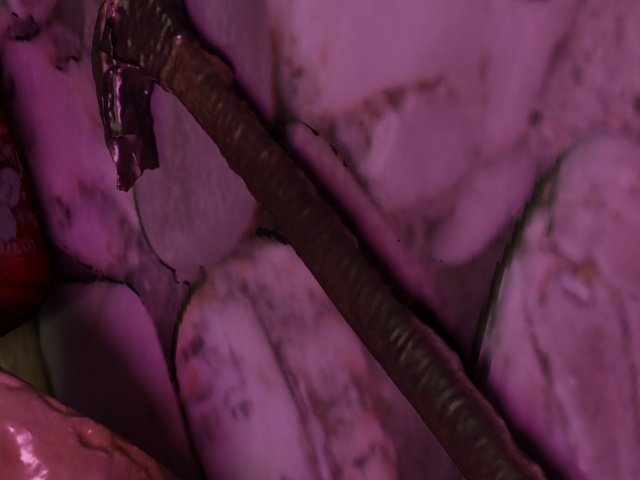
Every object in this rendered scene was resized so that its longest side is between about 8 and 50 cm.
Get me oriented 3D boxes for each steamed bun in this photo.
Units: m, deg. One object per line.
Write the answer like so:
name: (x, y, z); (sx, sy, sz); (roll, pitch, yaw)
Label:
steamed bun: (-0.157, 0.141, 0.639); (0.172, 0.141, 0.155); (-2, 55, 57)

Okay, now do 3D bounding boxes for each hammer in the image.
hammer: (-0.001, 0.000, 0.532); (0.297, 0.027, 0.125); (50, 135, 30)

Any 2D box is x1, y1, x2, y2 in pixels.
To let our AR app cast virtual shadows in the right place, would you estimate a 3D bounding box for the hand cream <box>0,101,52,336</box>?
hand cream: (-0.248, -0.009, 0.685); (0.230, 0.230, 0.149); (-25, 78, 53)
